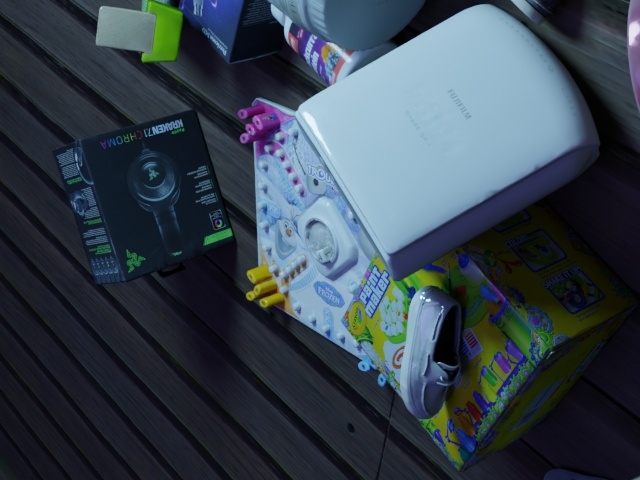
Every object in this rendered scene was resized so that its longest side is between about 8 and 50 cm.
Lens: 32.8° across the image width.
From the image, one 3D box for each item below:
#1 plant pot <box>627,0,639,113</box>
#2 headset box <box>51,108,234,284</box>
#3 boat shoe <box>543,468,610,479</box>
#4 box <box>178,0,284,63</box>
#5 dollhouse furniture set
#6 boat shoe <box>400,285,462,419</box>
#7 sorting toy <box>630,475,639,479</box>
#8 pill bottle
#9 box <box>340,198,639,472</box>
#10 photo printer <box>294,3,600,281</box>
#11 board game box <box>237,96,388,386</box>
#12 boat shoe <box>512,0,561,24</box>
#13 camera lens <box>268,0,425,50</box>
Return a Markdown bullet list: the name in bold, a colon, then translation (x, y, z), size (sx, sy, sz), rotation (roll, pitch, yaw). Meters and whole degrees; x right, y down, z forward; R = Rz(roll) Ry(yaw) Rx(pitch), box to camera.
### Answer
- **plant pot**: translation (0.414, -0.177, 1.026), size (0.180, 0.201, 0.201), rotation (-6, 103, 39)
- **headset box**: translation (-0.321, -0.071, 2.002), size (0.131, 0.246, 0.283), rotation (-7, 101, 55)
- **boat shoe**: translation (0.367, 0.348, 1.476), size (0.142, 0.049, 0.040), rotation (11, 135, 52)
- **box**: translation (-0.123, -0.405, 1.685), size (0.153, 0.108, 0.207), rotation (47, 139, 27)
- **dollhouse furniture set**: translation (-0.310, -0.417, 1.768), size (0.301, 0.151, 0.198), rotation (-120, 37, -65)
- **boat shoe**: translation (0.146, 0.147, 1.347), size (0.063, 0.066, 0.184), rotation (27, 118, 46)
- **sorting toy**: translation (0.512, 0.342, 1.233), size (0.256, 0.089, 0.257), rotation (60, 145, 13)
- **pill bottle**: translation (0.016, -0.295, 1.555), size (0.193, 0.108, 0.108), rotation (48, 140, 27)
- **box**: translation (0.209, 0.095, 1.437), size (0.279, 0.177, 0.290), rotation (51, 142, 24)
- **photo printer**: translation (0.158, -0.129, 1.299), size (0.256, 0.307, 0.107), rotation (60, 178, 25)
- **board game box**: translation (0.000, 0.000, 1.780), size (0.390, 0.050, 0.390), rotation (28, 129, 44)
- **boat shoe**: translation (0.222, -0.351, 1.302), size (0.065, 0.075, 0.206), rotation (-42, 69, 22)
- **camera lens**: translation (-0.003, -0.402, 1.427), size (0.274, 0.219, 0.219), rotation (43, 138, 32)
